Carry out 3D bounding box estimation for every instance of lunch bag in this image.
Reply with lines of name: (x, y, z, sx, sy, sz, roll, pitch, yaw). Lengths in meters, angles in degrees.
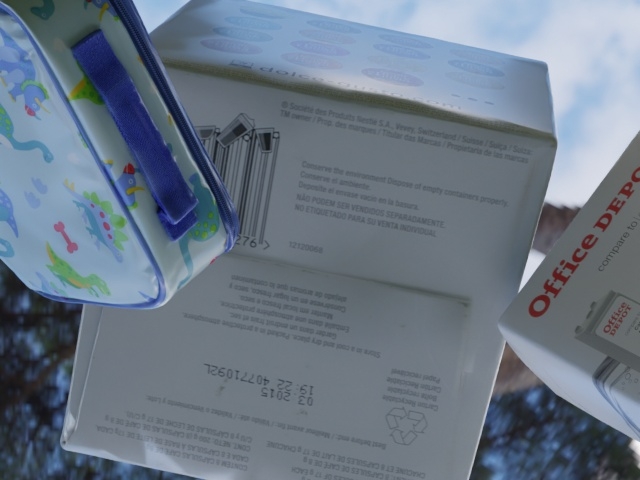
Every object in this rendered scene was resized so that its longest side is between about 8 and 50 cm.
lunch bag: (-0.152, -0.064, 0.980, 0.090, 0.176, 0.219, -43, -63, -33)

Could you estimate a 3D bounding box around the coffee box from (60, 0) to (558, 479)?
coffee box: (0.000, 0.000, 1.430, 0.337, 0.338, 0.334, 12, -162, 3)

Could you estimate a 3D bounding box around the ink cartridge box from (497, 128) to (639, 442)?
ink cartridge box: (0.298, 0.061, 1.190, 0.283, 0.117, 0.207, 29, -101, 46)
